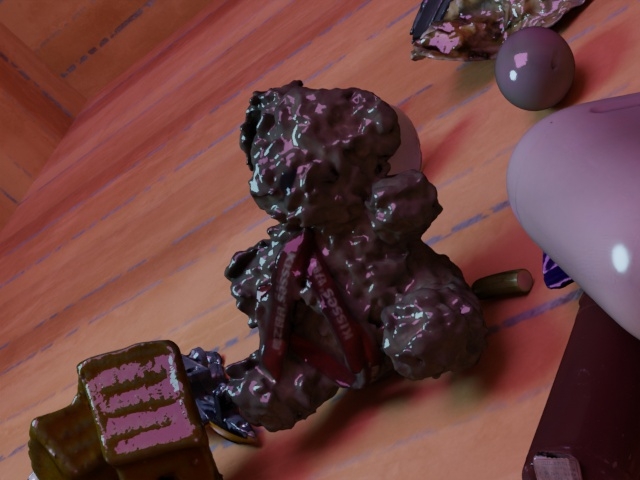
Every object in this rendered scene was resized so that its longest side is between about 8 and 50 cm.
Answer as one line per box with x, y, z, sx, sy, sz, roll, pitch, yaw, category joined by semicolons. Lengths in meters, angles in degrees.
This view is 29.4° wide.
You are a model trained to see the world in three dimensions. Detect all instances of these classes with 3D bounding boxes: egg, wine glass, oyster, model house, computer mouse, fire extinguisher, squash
0.279;-0.224;1.586;0.103;0.103;0.135;-35;23;27;egg
0.035;-0.115;1.787;0.196;0.165;0.165;-14;39;48;wine glass
0.292;-0.375;1.809;0.351;0.115;0.238;-33;26;33;oyster
-0.237;0.251;1.468;0.268;0.239;0.173;-15;13;6;model house
0.227;-0.432;2.090;0.231;0.071;0.126;-43;22;12;computer mouse
0.237;0.152;1.023;0.105;0.105;0.269;-21;32;48;fire extinguisher
0.198;0.050;1.362;0.083;0.027;0.027;-16;37;52;squash

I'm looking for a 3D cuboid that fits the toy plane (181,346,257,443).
-0.170;0.213;1.666;0.204;0.103;0.316;-19;11;-28;toy plane

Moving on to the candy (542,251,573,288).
0.286;-0.046;1.319;0.145;0.070;0.275;-31;23;16;candy

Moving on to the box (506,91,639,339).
0.326;-0.031;0.997;0.289;0.141;0.349;-12;22;-7;box

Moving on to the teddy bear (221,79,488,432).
0.000;0.000;1.376;0.357;0.367;0.224;-23;8;42;teddy bear

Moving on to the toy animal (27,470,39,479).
-0.410;0.390;1.844;0.085;0.071;0.124;-53;22;-17;toy animal
